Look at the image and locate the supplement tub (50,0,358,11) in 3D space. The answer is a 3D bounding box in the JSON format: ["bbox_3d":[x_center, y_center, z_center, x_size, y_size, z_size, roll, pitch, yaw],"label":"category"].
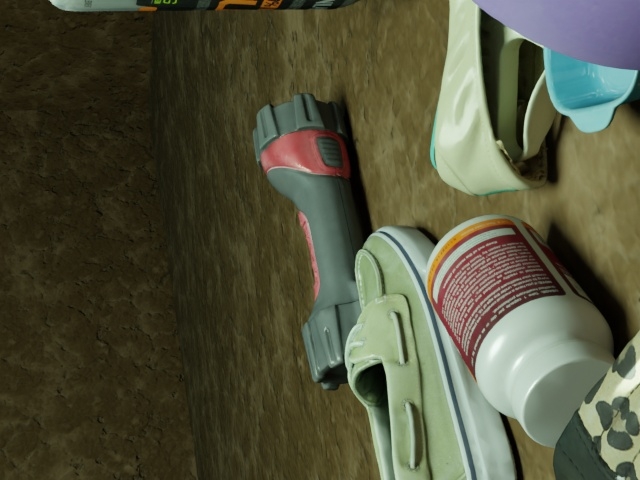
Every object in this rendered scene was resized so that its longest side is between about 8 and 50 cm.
[{"bbox_3d":[-0.069,-0.285,0.960,0.193,0.316,0.194,177,90,-77],"label":"supplement tub"}]

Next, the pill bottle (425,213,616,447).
[{"bbox_3d":[0.125,0.054,0.721,0.152,0.086,0.086,-114,25,-57],"label":"pill bottle"}]

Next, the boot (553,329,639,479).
[{"bbox_3d":[0.178,0.201,0.430,0.284,0.138,0.377,-109,25,-46],"label":"boot"}]

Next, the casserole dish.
[{"bbox_3d":[0.159,-0.154,0.644,0.114,0.037,0.188,-179,87,-76],"label":"casserole dish"}]

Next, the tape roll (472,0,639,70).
[{"bbox_3d":[0.126,-0.167,0.458,0.080,0.189,0.189,117,147,-65],"label":"tape roll"}]

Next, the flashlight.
[{"bbox_3d":[0.000,0.000,1.200,0.103,0.103,0.304,56,-159,-63],"label":"flashlight"}]

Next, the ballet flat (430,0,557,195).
[{"bbox_3d":[0.122,-0.146,0.743,0.086,0.086,0.248,-127,35,-67],"label":"ballet flat"}]

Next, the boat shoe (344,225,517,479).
[{"bbox_3d":[0.069,0.096,0.941,0.302,0.094,0.109,-109,21,-47],"label":"boat shoe"}]
